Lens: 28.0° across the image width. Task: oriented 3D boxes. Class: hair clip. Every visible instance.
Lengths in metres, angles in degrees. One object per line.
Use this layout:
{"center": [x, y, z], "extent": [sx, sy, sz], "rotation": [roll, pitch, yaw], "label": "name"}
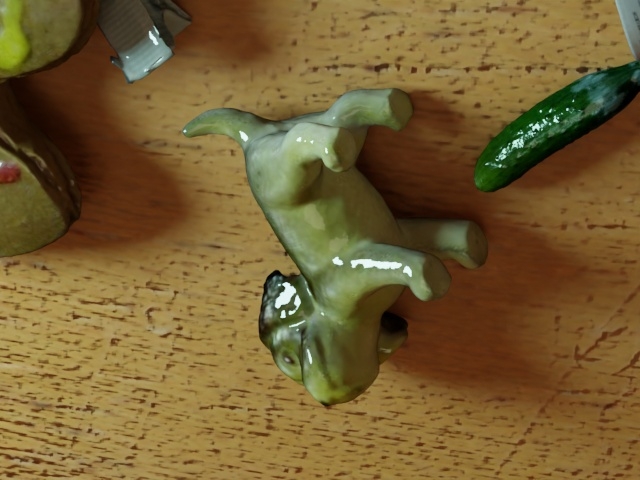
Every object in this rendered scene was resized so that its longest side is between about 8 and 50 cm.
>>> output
{"center": [-0.168, -0.210, 0.850], "extent": [0.140, 0.054, 0.220], "rotation": [-29, 107, 32], "label": "hair clip"}

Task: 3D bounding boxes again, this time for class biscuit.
{"center": [-0.252, -0.101, 0.902], "extent": [0.262, 0.052, 0.277], "rotation": [4, 122, 27], "label": "biscuit"}

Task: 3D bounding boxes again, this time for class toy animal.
{"center": [0.015, 0.007, 0.895], "extent": [0.169, 0.121, 0.233], "rotation": [-7, 115, 31], "label": "toy animal"}

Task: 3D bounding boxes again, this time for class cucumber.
{"center": [0.158, -0.080, 0.850], "extent": [0.155, 0.037, 0.037], "rotation": [-35, 106, 28], "label": "cucumber"}

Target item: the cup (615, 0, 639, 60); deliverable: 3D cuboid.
{"center": [0.238, -0.165, 0.722], "extent": [0.142, 0.134, 0.173], "rotation": [-12, 115, 18], "label": "cup"}
